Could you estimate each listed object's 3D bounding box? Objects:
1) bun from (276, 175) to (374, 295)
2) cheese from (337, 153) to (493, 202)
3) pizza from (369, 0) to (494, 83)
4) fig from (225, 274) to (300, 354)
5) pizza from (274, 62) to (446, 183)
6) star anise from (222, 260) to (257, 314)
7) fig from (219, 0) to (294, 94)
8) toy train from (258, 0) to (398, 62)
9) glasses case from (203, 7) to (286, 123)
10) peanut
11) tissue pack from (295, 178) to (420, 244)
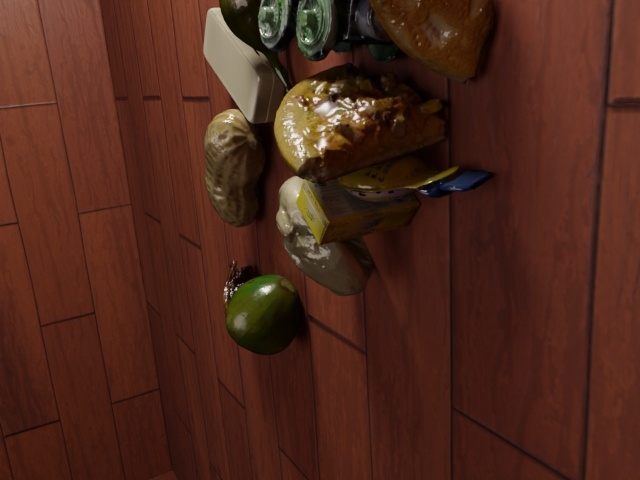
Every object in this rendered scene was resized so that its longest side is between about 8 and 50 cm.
[{"bbox_3d":[0.000,0.000,1.072,0.116,0.210,0.237,-33,72,16],"label":"bun"},{"bbox_3d":[0.125,-0.093,0.876,0.250,0.156,0.064,11,120,44],"label":"cheese"},{"bbox_3d":[0.153,-0.312,0.772,0.161,0.182,0.062,-59,5,29],"label":"pizza"},{"bbox_3d":[-0.128,0.171,1.420,0.191,0.181,0.181,-55,50,27],"label":"fig"},{"bbox_3d":[0.015,-0.191,0.898,0.258,0.268,0.087,38,142,44],"label":"pizza"},{"bbox_3d":[-0.205,0.183,1.610,0.220,0.126,0.190,32,132,49],"label":"star anise"},{"bbox_3d":[-0.102,-0.430,1.214,0.151,0.151,0.259,31,155,53],"label":"fig"},{"bbox_3d":[0.019,-0.408,0.916,0.307,0.173,0.249,33,123,53],"label":"toy train"},{"bbox_3d":[-0.182,-0.409,1.377,0.313,0.070,0.131,56,145,34],"label":"glasses case"},{"bbox_3d":[-0.208,-0.170,1.460,0.153,0.140,0.325,12,129,14],"label":"peanut"},{"bbox_3d":[0.060,-0.060,0.967,0.095,0.176,0.062,60,148,28],"label":"tissue pack"}]
